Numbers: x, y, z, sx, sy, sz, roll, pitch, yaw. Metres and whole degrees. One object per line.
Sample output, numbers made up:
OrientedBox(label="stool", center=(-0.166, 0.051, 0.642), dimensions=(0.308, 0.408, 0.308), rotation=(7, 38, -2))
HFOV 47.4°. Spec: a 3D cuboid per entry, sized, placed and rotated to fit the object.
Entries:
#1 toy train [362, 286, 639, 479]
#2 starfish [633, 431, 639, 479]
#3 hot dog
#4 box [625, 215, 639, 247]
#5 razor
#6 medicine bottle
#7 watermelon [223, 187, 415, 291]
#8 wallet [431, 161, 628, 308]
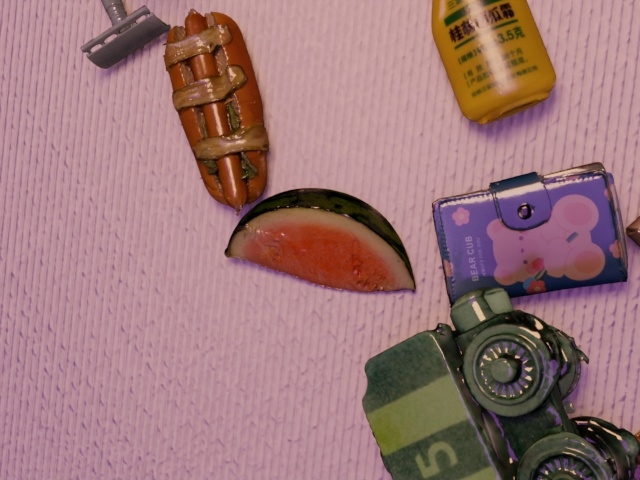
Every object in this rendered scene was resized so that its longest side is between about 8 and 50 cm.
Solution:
OrientedBox(label="toy train", center=(0.190, 0.211, 0.779), dimensions=(0.238, 0.167, 0.299), rotation=(-31, 69, 23))
OrientedBox(label="starfish", center=(0.356, 0.299, 0.815), dimensions=(0.247, 0.050, 0.138), rotation=(-43, 81, 4))
OrientedBox(label="hot dog", center=(-0.126, -0.161, 0.911), dimensions=(0.109, 0.072, 0.269), rotation=(-16, 86, 16))
OrientedBox(label="box", center=(0.460, 0.008, 0.758), dimensions=(0.168, 0.095, 0.212), rotation=(-45, 80, 9))
OrientedBox(label="razor", center=(-0.293, -0.350, 0.958), dimensions=(0.106, 0.068, 0.232), rotation=(-28, 79, 12))
OrientedBox(label="medicine bottle", center=(0.168, -0.288, 0.836), dimensions=(0.111, 0.076, 0.309), rotation=(-21, 85, 12))
OrientedBox(label="watermelon", center=(0.001, 0.000, 0.893), dimensions=(0.245, 0.063, 0.119), rotation=(9, 111, 8))
OrientedBox(label="wallet", center=(0.236, -0.005, 0.832), dimensions=(0.202, 0.059, 0.141), rotation=(-11, 95, 15))
